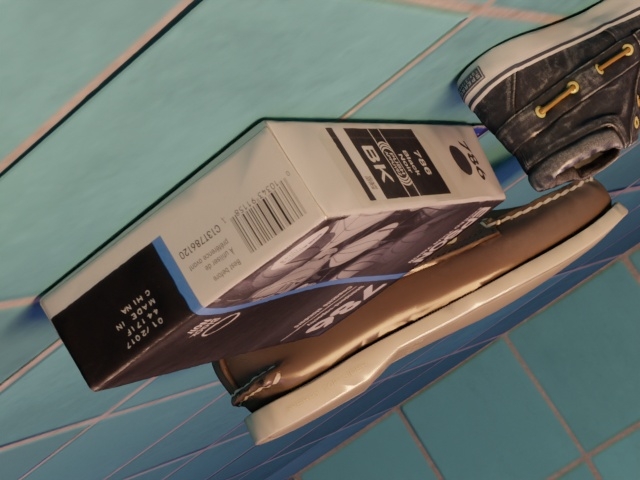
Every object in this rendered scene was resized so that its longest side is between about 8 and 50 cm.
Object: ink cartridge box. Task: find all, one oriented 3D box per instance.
[{"bbox_3d":[0.000,0.000,0.882,0.165,0.065,0.333,-37,169,24],"label":"ink cartridge box"}]

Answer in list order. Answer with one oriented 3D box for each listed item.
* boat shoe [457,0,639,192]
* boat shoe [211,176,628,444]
[{"bbox_3d":[0.167,-0.090,0.884,0.183,0.083,0.065,-26,168,-29],"label":"boat shoe"},{"bbox_3d":[0.071,0.027,1.098,0.324,0.096,0.116,-30,171,-12],"label":"boat shoe"}]
